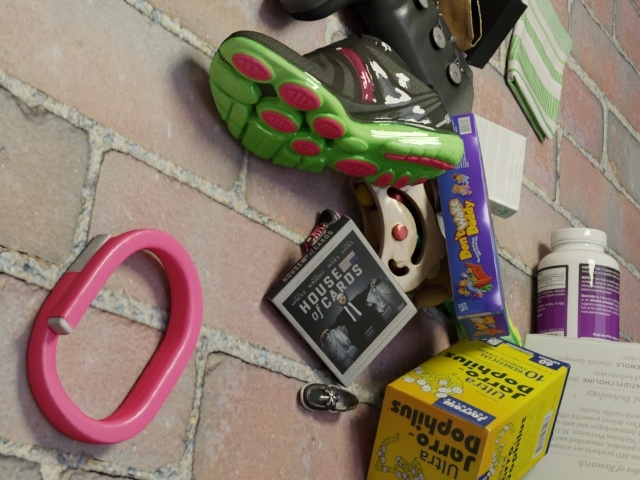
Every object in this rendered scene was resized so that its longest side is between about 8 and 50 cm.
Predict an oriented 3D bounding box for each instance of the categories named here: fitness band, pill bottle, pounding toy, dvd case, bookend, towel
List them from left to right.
[{"bbox_3d":[-0.246,0.115,1.339,0.209,0.054,0.291,59,43,-32],"label":"fitness band"},{"bbox_3d":[0.038,0.100,1.695,0.179,0.029,0.238,-46,128,-11],"label":"dvd case"},{"bbox_3d":[0.110,0.009,1.848,0.154,0.155,0.269,-25,97,-24],"label":"pounding toy"},{"bbox_3d":[0.307,-0.458,2.175,0.072,0.156,0.157,3,127,-55],"label":"bookend"},{"bbox_3d":[0.517,-0.428,2.517,0.248,0.038,0.324,48,49,-39],"label":"towel"},{"bbox_3d":[0.574,0.143,2.389,0.181,0.182,0.322,23,67,-51],"label":"pill bottle"}]

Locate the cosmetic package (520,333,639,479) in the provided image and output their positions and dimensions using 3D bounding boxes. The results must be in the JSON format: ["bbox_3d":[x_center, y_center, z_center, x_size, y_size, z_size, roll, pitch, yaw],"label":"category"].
[{"bbox_3d":[0.558,0.444,2.145,0.329,0.327,0.393,61,39,-53],"label":"cosmetic package"}]

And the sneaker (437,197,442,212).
[{"bbox_3d":[0.295,-0.066,2.139,0.170,0.051,0.089,30,58,-42],"label":"sneaker"}]

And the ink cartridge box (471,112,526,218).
[{"bbox_3d":[0.295,-0.163,2.113,0.225,0.056,0.181,21,60,-15],"label":"ink cartridge box"}]

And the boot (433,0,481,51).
[{"bbox_3d":[0.245,-0.512,2.077,0.112,0.115,0.305,-14,96,-53],"label":"boot"}]

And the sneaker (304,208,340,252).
[{"bbox_3d":[0.000,0.000,1.719,0.057,0.047,0.119,26,63,-38],"label":"sneaker"}]

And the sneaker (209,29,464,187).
[{"bbox_3d":[0.019,-0.220,1.652,0.483,0.185,0.202,17,55,-43],"label":"sneaker"}]

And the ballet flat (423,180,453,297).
[{"bbox_3d":[0.185,0.000,1.959,0.073,0.080,0.232,-14,87,-47],"label":"ballet flat"}]

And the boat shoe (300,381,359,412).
[{"bbox_3d":[0.015,0.252,1.702,0.125,0.038,0.046,27,64,-51],"label":"boat shoe"}]

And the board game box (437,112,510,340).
[{"bbox_3d":[0.263,-0.017,1.878,0.233,0.078,0.347,52,31,-69],"label":"board game box"}]

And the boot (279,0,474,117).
[{"bbox_3d":[0.116,-0.345,1.862,0.367,0.146,0.445,-61,137,-37],"label":"boot"}]

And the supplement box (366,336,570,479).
[{"bbox_3d":[0.264,0.314,1.863,0.356,0.194,0.195,-20,125,-54],"label":"supplement box"}]

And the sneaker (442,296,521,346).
[{"bbox_3d":[0.315,0.178,2.078,0.295,0.109,0.123,50,43,-39],"label":"sneaker"}]
